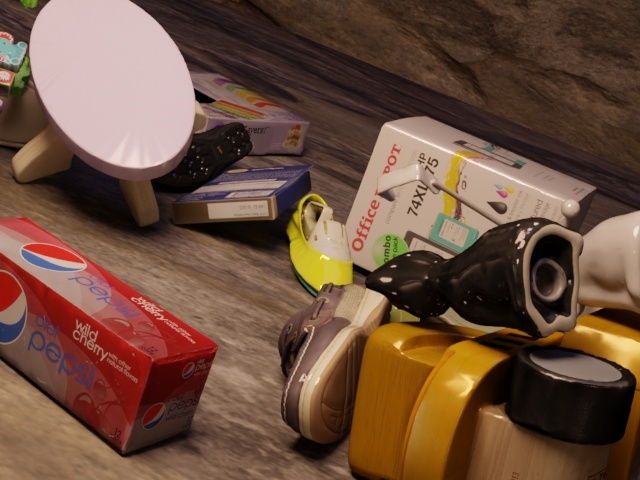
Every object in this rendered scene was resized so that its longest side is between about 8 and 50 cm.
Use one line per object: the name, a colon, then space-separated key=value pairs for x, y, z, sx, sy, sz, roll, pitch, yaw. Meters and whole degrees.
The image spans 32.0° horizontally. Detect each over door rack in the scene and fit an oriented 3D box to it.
over door rack: x=0.218 y=0.064 z=1.190 sx=0.324 sy=0.108 sz=0.240 roll=19 pitch=54 yaw=-30

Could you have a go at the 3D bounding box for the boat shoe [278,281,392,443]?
boat shoe: x=0.003 y=0.111 z=1.098 sx=0.092 sy=0.103 sz=0.285 roll=8 pitch=21 yaw=14

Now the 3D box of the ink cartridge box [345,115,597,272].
ink cartridge box: x=0.198 y=-0.026 z=1.509 sx=0.270 sy=0.198 sz=0.197 roll=25 pitch=17 yaw=16

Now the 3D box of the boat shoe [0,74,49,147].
boat shoe: x=-0.492 y=-0.210 z=1.487 sx=0.335 sy=0.112 sz=0.095 roll=14 pitch=23 yaw=-6

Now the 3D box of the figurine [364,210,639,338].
figurine: x=0.178 y=0.027 z=0.974 sx=0.215 sy=0.092 sz=0.209 roll=-5 pitch=0 yaw=-34

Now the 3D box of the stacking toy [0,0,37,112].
stacking toy: x=-0.385 y=-0.194 z=1.314 sx=0.052 sy=0.167 sz=0.221 roll=18 pitch=50 yaw=-8

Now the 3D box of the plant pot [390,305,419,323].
plant pot: x=0.061 y=0.087 z=1.260 sx=0.079 sy=0.083 sz=0.083 roll=2 pitch=22 yaw=-15

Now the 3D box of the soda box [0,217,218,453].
soda box: x=-0.218 y=0.073 z=0.976 sx=0.263 sy=0.092 sz=0.083 roll=30 pitch=20 yaw=29

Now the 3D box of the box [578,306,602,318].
box: x=0.376 y=0.132 z=1.408 sx=0.113 sy=0.094 sz=0.275 roll=15 pitch=19 yaw=-13

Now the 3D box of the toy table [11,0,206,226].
toy table: x=-0.255 y=-0.154 z=1.361 sx=0.252 sy=0.161 sz=0.274 roll=-9 pitch=62 yaw=-14

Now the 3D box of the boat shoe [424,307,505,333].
boat shoe: x=0.171 y=0.098 z=1.350 sx=0.081 sy=0.069 sz=0.228 roll=-21 pitch=33 yaw=-18

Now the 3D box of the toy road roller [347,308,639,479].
toy road roller: x=0.176 y=0.156 z=0.984 sx=0.240 sy=0.203 sz=0.329 roll=18 pitch=15 yaw=34

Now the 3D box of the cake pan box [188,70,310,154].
cake pan box: x=-0.191 y=-0.221 z=1.897 sx=0.245 sy=0.070 sz=0.267 roll=30 pitch=21 yaw=35

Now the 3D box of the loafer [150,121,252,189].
loafer: x=-0.183 y=-0.116 z=1.610 sx=0.078 sy=0.076 sz=0.223 roll=-19 pitch=7 yaw=34

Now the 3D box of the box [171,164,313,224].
box: x=-0.096 y=-0.064 z=1.505 sx=0.136 sy=0.037 sz=0.225 roll=-3 pitch=15 yaw=15

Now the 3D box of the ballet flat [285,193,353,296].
ballet flat: x=0.000 y=0.000 z=1.432 sx=0.077 sy=0.077 sz=0.231 roll=18 pitch=18 yaw=-17
